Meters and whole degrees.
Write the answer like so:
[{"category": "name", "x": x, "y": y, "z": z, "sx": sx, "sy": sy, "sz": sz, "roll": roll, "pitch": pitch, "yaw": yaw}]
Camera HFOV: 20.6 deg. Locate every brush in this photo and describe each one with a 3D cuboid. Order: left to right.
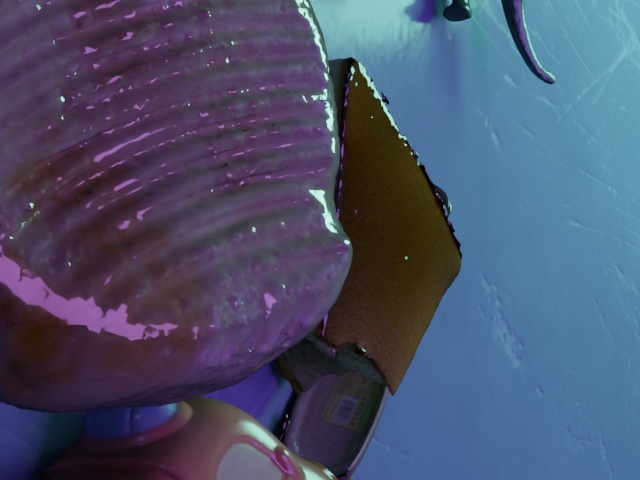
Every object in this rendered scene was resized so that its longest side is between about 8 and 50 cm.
[{"category": "brush", "x": 0.041, "y": 0.080, "z": 1.460, "sx": 0.067, "sy": 0.072, "sz": 0.313, "roll": 86, "pitch": 22, "yaw": -54}]

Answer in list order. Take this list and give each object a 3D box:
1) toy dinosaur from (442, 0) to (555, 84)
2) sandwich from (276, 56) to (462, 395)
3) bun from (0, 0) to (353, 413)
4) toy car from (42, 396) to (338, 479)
[{"category": "toy dinosaur", "x": 0.151, "y": -0.379, "z": 1.573, "sx": 0.383, "sy": 0.129, "sz": 0.331, "roll": 48, "pitch": 45, "yaw": -49}, {"category": "sandwich", "x": 0.000, "y": 0.000, "z": 1.334, "sx": 0.186, "sy": 0.108, "sz": 0.220, "roll": -58, "pitch": 133, "yaw": -36}, {"category": "bun", "x": -0.155, "y": -0.072, "z": 0.990, "sx": 0.365, "sy": 0.219, "sz": 0.365, "roll": 18, "pitch": 65, "yaw": -43}, {"category": "toy car", "x": -0.106, "y": 0.212, "z": 1.139, "sx": 0.270, "sy": 0.180, "sz": 0.212, "roll": -50, "pitch": 122, "yaw": -42}]
